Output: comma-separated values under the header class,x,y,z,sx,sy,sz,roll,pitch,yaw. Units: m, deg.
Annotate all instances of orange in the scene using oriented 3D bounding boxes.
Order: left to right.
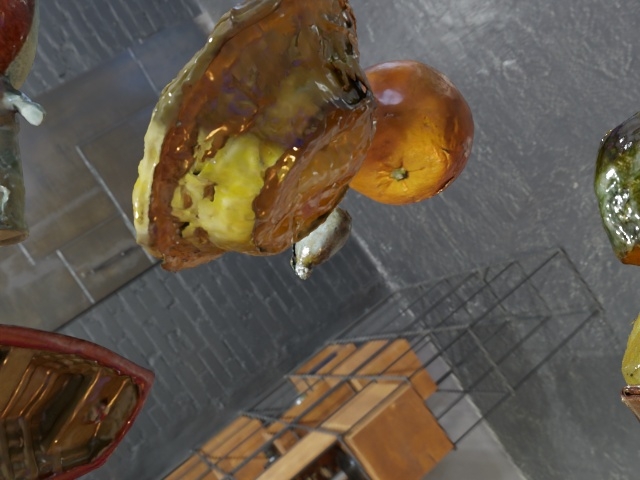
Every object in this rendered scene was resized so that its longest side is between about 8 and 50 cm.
class,x,y,z,sx,sy,sz,roll,pitch,yaw
orange,0.146,-0.202,1.334,0.283,0.226,0.284,5,142,4

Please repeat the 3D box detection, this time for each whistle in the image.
class,x,y,z,sx,sy,sz,roll,pitch,yaw
whistle,-0.351,-0.165,0.716,0.134,0.142,0.346,130,130,-67

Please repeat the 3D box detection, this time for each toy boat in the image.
class,x,y,z,sx,sy,sz,roll,pitch,yaw
toy boat,-0.228,0.093,0.376,0.079,0.136,0.392,30,180,23

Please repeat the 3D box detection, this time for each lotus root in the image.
class,x,y,z,sx,sy,sz,roll,pitch,yaw
lotus root,-0.002,-0.002,1.346,0.088,0.165,0.088,38,168,9

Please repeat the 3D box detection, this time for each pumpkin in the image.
class,x,y,z,sx,sy,sz,roll,pitch,yaw
pumpkin,0.432,-0.073,0.734,0.280,0.190,0.139,-22,64,31

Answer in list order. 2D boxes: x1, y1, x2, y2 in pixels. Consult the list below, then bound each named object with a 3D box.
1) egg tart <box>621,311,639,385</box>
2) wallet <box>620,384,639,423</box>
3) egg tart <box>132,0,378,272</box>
class,x,y,z,sx,sy,sz,roll,pitch,yaw
egg tart,0.523,0.113,0.938,0.169,0.388,0.388,28,151,18
wallet,0.346,0.192,0.622,0.176,0.026,0.095,52,148,-18
egg tart,-0.047,-0.090,0.707,0.129,0.341,0.341,40,156,16
